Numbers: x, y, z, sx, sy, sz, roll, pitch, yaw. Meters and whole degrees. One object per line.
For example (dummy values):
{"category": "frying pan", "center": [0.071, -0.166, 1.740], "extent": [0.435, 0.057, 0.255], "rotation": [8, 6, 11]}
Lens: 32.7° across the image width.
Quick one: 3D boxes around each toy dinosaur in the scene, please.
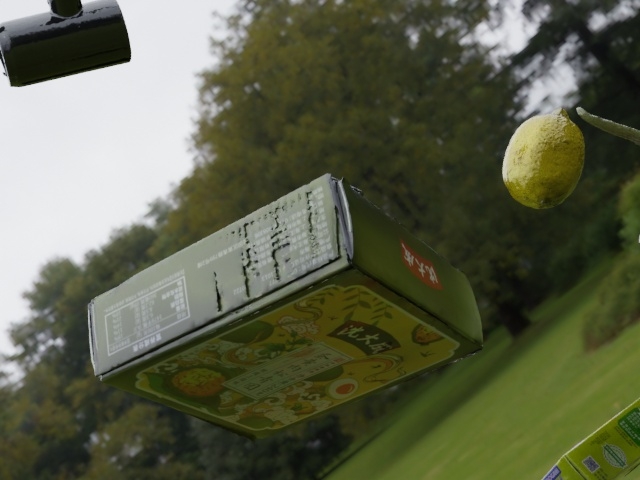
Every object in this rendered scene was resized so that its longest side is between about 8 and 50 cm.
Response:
{"category": "toy dinosaur", "center": [0.451, -0.083, 1.353], "extent": [0.199, 0.072, 0.251], "rotation": [-11, -37, 25]}

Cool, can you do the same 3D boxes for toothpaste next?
{"category": "toothpaste", "center": [0.482, 0.333, 1.758], "extent": [0.327, 0.077, 0.110], "rotation": [-24, -29, -38]}

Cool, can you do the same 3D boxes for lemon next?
{"category": "lemon", "center": [0.233, -0.086, 1.132], "extent": [0.082, 0.082, 0.111], "rotation": [120, 168, -75]}

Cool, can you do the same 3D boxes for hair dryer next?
{"category": "hair dryer", "center": [-0.276, -0.278, 1.056], "extent": [0.128, 0.255, 0.070], "rotation": [-19, 30, -15]}

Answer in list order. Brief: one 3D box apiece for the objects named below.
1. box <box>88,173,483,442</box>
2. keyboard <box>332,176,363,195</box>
{"category": "box", "center": [-0.042, 0.115, 1.501], "extent": [0.420, 0.138, 0.373], "rotation": [-25, -34, 23]}
{"category": "keyboard", "center": [0.000, 0.000, 1.994], "extent": [0.023, 0.072, 0.231], "rotation": [-55, -10, -77]}
